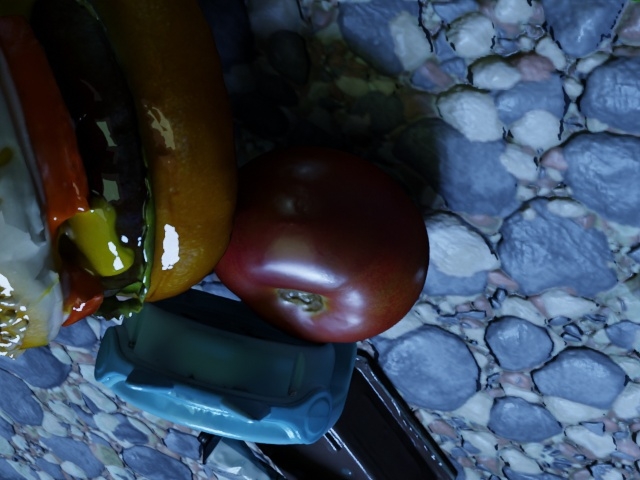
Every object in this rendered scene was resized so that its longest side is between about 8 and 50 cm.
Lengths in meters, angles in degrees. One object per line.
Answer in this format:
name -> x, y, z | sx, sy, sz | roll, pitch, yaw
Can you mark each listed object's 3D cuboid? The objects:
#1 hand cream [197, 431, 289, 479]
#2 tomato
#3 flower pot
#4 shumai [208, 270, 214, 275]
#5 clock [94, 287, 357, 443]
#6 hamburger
hand cream -> -0.018, 0.261, 1.445 | 0.248, 0.052, 0.075 | 29, 166, -5
tomato -> 0.000, 0.000, 1.180 | 0.195, 0.136, 0.195 | 14, 151, 8
flower pot -> 0.016, 0.220, 1.471 | 0.179, 0.084, 0.251 | -10, 127, 42
shumai -> -0.115, 0.002, 1.317 | 0.124, 0.087, 0.099 | 2, 132, 32
clock -> -0.084, 0.109, 1.259 | 0.224, 0.094, 0.274 | 15, -176, 3
hamburger -> -0.229, -0.078, 1.093 | 0.330, 0.250, 0.330 | 38, 136, 48
